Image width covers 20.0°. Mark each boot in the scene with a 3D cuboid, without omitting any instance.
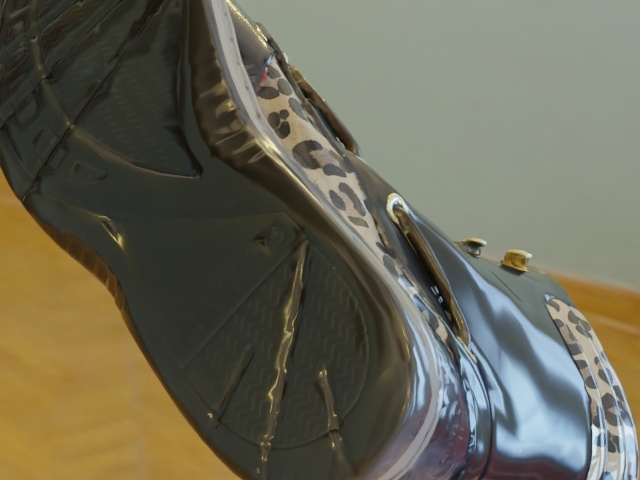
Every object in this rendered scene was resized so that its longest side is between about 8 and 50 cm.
[{"bbox_3d":[0.000,0.000,0.911,0.284,0.138,0.377,29,19,-51],"label":"boot"}]
